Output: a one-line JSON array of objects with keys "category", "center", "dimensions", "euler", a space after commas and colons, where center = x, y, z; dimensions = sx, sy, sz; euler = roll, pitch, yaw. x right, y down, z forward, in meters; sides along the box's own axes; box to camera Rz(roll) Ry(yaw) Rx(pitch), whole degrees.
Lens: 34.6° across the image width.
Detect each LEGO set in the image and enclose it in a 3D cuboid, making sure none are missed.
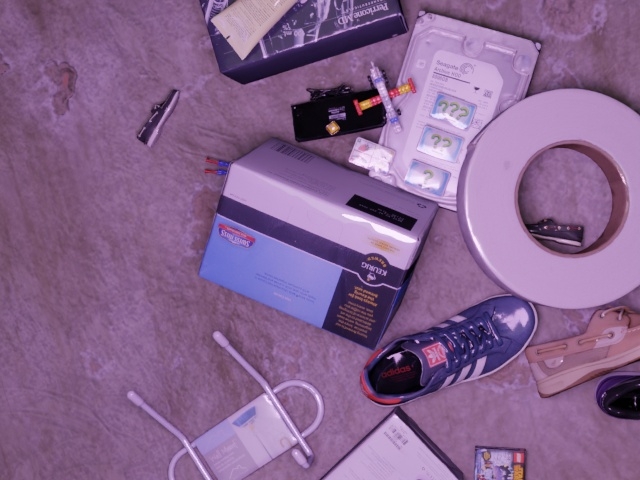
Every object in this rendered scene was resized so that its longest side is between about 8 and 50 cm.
[{"category": "LEGO set", "center": [0.138, -0.203, 1.844], "dimensions": [0.244, 0.060, 0.182], "euler": [21, 94, 3]}]

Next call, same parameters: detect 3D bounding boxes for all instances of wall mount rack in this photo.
[{"category": "wall mount rack", "center": [-0.181, 0.347, 1.935], "dimensions": [0.350, 0.130, 0.304], "euler": [-35, 85, 7]}]

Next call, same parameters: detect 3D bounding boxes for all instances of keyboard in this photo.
[{"category": "keyboard", "center": [0.037, -0.245, 1.931], "dimensions": [0.192, 0.038, 0.100], "euler": [-7, 87, 25]}]

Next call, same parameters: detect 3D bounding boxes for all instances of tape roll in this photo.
[{"category": "tape roll", "center": [0.432, -0.073, 1.812], "dimensions": [0.392, 0.072, 0.391], "euler": [0, 88, -5]}]

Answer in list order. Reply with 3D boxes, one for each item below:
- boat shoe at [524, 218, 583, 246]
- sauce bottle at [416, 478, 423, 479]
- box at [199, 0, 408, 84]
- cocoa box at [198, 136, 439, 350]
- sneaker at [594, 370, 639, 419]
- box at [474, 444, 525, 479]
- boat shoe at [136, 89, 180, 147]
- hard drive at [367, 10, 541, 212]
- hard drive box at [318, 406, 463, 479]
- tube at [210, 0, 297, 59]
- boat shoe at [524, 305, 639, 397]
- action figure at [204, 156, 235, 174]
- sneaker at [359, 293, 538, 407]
[{"category": "boat shoe", "center": [0.413, -0.019, 1.876], "dimensions": [0.133, 0.049, 0.042], "euler": [9, 87, 7]}, {"category": "sauce bottle", "center": [0.163, 0.491, 1.836], "dimensions": [0.042, 0.042, 0.128], "euler": [17, 95, 9]}, {"category": "box", "center": [-0.047, -0.490, 1.877], "dimensions": [0.343, 0.179, 0.312], "euler": [-17, 89, 9]}, {"category": "cocoa box", "center": [0.000, 0.000, 1.827], "dimensions": [0.347, 0.231, 0.227], "euler": [22, 112, 8]}, {"category": "sneaker", "center": [0.633, 0.274, 1.804], "dimensions": [0.284, 0.124, 0.107], "euler": [-11, 90, 9]}, {"category": "box", "center": [0.331, 0.452, 1.905], "dimensions": [0.094, 0.027, 0.136], "euler": [1, 91, 8]}, {"category": "boat shoe", "center": [-0.314, -0.241, 1.992], "dimensions": [0.038, 0.046, 0.125], "euler": [31, 104, 3]}, {"category": "hard drive", "center": [0.244, -0.229, 1.892], "dimensions": [0.237, 0.064, 0.338], "euler": [19, 93, 8]}, {"category": "hard drive box", "center": [0.120, 0.454, 1.908], "dimensions": [0.232, 0.089, 0.181], "euler": [-44, 85, 7]}, {"category": "tube", "center": [-0.076, -0.426, 1.768], "dimensions": [0.240, 0.062, 0.070], "euler": [-41, 42, 13]}, {"category": "boat shoe", "center": [0.507, 0.168, 1.786], "dimensions": [0.341, 0.122, 0.110], "euler": [-30, 73, 31]}, {"category": "action figure", "center": [-0.163, -0.136, 1.976], "dimensions": [0.115, 0.030, 0.038], "euler": [10, 98, 4]}, {"category": "sneaker", "center": [0.228, 0.202, 1.847], "dimensions": [0.350, 0.148, 0.131], "euler": [-30, 73, 8]}]
